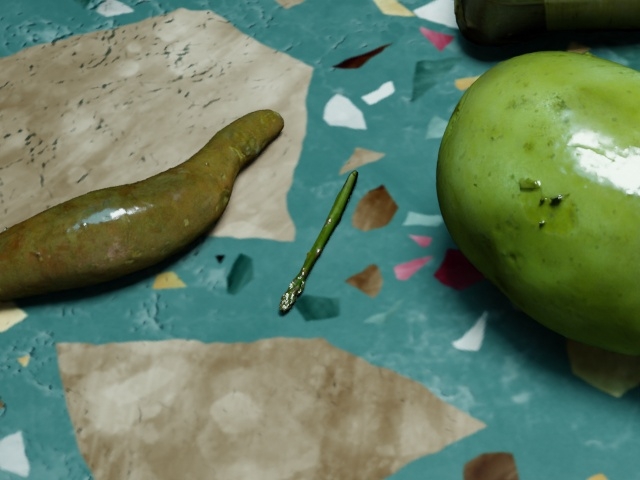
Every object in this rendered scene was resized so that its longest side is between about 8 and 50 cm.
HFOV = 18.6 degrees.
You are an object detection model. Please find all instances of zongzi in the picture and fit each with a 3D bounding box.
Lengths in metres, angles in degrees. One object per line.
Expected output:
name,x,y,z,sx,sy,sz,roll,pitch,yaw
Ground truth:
zongzi,0.261,-0.320,1.849,0.289,0.154,0.317,-2,42,-4

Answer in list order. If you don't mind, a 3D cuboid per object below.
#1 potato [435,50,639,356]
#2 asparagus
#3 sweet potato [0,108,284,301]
potato,0.232,-0.027,1.551,0.304,0.216,0.216,30,58,18
asparagus,0.000,0.000,1.682,0.016,0.013,0.166,38,54,-15
sweet potato,-0.161,-0.025,1.684,0.346,0.079,0.108,-28,39,-20
